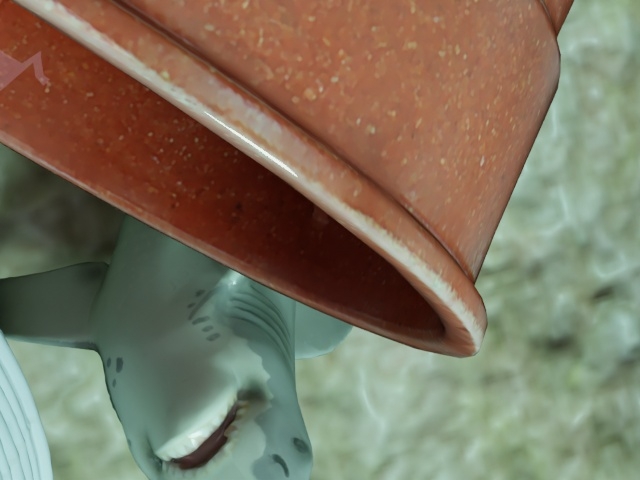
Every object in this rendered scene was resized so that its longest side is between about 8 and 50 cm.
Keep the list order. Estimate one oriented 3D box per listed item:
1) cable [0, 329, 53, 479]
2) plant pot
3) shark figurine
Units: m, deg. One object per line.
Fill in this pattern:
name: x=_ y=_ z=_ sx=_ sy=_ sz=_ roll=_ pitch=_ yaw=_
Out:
cable: x=-0.207 y=0.089 z=0.569 sx=0.257 sy=0.089 sz=0.257 roll=-26 pitch=107 yaw=1
plant pot: x=-0.018 y=-0.153 z=0.465 sx=0.272 sy=0.272 sz=0.265 roll=32 pitch=82 yaw=-14
shark figurine: x=-0.003 y=-0.021 z=0.653 sx=0.116 sy=0.166 sz=0.278 roll=40 pitch=64 yaw=-38
